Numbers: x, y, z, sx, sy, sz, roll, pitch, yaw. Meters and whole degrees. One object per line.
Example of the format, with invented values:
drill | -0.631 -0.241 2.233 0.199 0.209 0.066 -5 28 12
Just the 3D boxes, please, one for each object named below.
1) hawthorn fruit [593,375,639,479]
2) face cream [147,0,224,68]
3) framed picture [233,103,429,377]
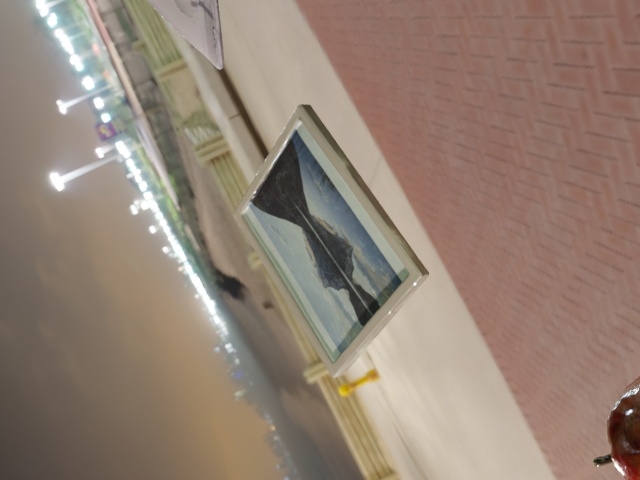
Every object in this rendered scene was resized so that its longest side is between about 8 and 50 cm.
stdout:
hawthorn fruit | 0.460 0.235 0.957 0.261 0.224 0.224 -24 93 39
face cream | -0.184 -0.299 0.710 0.314 0.089 0.143 53 161 17
framed picture | 0.000 0.000 0.701 0.203 0.015 0.150 58 132 26
